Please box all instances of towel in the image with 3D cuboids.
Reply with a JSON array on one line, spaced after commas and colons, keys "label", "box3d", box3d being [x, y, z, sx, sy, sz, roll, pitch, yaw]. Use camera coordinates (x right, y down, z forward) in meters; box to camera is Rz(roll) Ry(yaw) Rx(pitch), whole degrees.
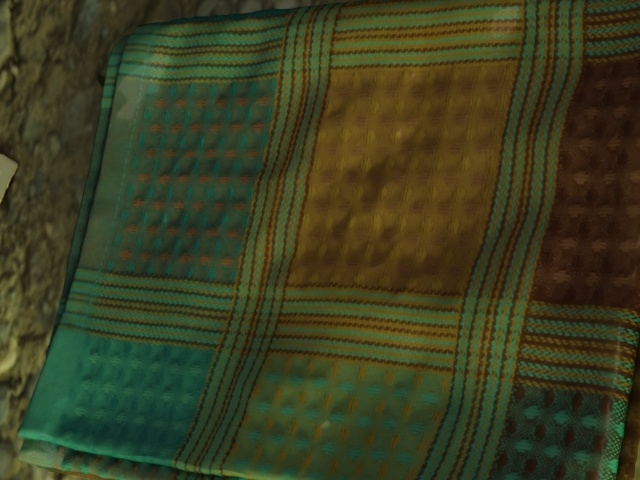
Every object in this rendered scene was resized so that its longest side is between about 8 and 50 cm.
[{"label": "towel", "box3d": [0.000, 0.000, 0.691, 0.370, 0.040, 0.272, 1, 73, 40]}]

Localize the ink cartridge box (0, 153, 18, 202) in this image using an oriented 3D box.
[{"label": "ink cartridge box", "box3d": [-0.319, -0.028, 0.993, 0.224, 0.056, 0.181, 31, 101, 21]}]
